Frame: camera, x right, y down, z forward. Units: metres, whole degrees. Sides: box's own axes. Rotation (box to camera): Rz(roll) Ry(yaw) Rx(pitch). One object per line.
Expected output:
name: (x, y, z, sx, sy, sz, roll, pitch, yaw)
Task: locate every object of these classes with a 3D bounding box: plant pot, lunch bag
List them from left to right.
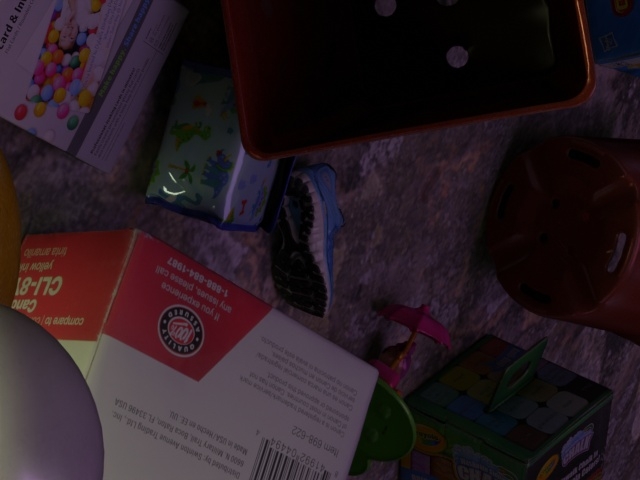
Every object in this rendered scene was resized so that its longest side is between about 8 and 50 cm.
lunch bag: (-0.066, -0.076, 1.376, 0.151, 0.096, 0.129, 4, 105, -71)
plant pot: (0.079, -0.212, 1.302, 0.236, 0.267, 0.267, -7, 88, -75)
plant pot: (0.344, -0.005, 1.867, 0.265, 0.272, 0.272, 5, 106, -48)

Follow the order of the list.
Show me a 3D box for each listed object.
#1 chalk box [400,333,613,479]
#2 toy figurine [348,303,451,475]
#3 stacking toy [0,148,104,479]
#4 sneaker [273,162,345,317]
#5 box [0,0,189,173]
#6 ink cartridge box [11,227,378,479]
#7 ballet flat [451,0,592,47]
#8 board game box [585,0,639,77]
chalk box: (0.210, 0.239, 1.886, 0.180, 0.179, 0.289, -30, 132, -41)
toy figurine: (0.071, 0.141, 1.703, 0.159, 0.130, 0.173, -49, 167, -40)
stacking toy: (-0.251, -0.016, 0.759, 0.350, 0.480, 0.351, -30, 139, -30)
sneaker: (0.000, 0.000, 1.539, 0.073, 0.063, 0.162, -36, 137, -43)
box: (-0.188, -0.146, 1.201, 0.186, 0.038, 0.145, 31, 83, -56)
ink cartridge box: (-0.147, 0.221, 1.236, 0.279, 0.160, 0.385, 34, 66, -39)
ballet flat: (0.207, -0.239, 1.657, 0.124, 0.116, 0.342, -50, 149, 12)
board game box: (0.367, -0.320, 1.714, 0.302, 0.086, 0.308, 6, 76, -56)
